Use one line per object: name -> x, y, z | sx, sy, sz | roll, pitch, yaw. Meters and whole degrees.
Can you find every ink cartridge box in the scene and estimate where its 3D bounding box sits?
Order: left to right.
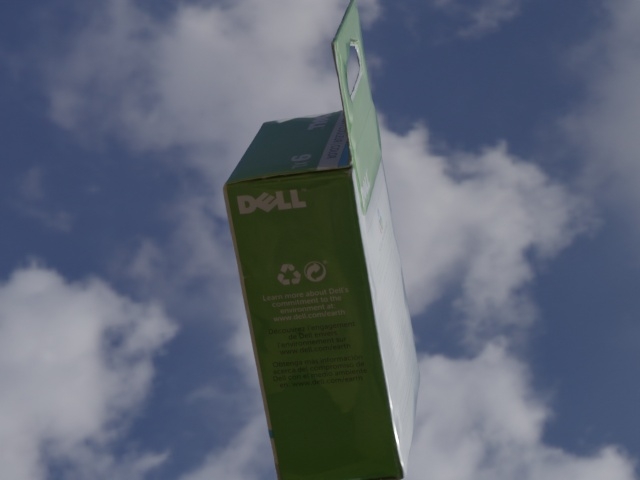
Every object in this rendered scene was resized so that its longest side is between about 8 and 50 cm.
ink cartridge box -> 0.000, 0.000, 0.703 | 0.062, 0.109, 0.209 | -6, -71, 10
